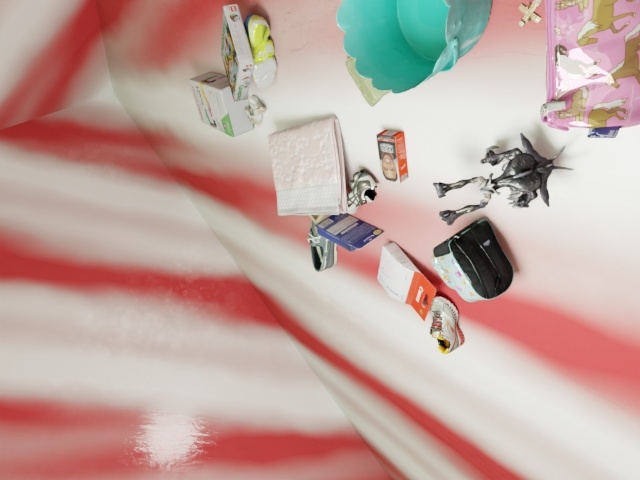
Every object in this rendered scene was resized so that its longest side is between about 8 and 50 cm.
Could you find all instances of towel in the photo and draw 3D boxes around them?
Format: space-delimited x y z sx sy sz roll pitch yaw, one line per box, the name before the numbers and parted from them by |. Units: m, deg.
towel | 0.128 -0.446 1.090 0.148 0.027 0.110 58 153 -3
towel | -0.054 -0.244 1.413 0.332 0.053 0.316 1 101 43

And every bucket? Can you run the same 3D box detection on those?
bucket | 0.189 -0.458 0.818 0.281 0.183 0.281 39 147 31

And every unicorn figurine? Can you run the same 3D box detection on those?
unicorn figurine | -0.253 -0.516 1.594 0.111 0.060 0.162 47 167 16

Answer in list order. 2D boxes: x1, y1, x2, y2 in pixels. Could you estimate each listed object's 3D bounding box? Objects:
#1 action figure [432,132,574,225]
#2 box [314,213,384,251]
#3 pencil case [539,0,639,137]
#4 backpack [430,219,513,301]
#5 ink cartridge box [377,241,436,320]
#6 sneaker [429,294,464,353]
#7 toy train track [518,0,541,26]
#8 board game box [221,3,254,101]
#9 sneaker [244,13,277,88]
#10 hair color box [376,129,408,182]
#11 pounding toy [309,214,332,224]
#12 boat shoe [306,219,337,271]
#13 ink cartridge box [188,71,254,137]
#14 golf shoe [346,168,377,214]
action figure | 0.396 -0.132 0.890 0.276 0.141 0.164 -19 95 34
box | 0.103 -0.030 1.442 0.225 0.136 0.036 29 141 41
pencil case | 0.413 -0.354 0.591 0.160 0.167 0.386 19 134 50
backpack | 0.397 0.065 1.051 0.188 0.166 0.144 56 154 9
ink cartridge box | 0.283 0.147 1.374 0.189 0.066 0.232 91 157 -46
sneaker | 0.407 0.280 1.335 0.088 0.093 0.225 3 120 58
toy train track | 0.385 -0.425 0.725 0.048 0.014 0.083 48 150 15
board game box | -0.295 -0.639 1.409 0.305 0.053 0.192 167 87 -74
sneaker | -0.210 -0.649 1.372 0.240 0.091 0.126 97 151 -51
hair color box | 0.208 -0.241 1.160 0.072 0.043 0.141 23 138 45
pounding toy | 0.002 -0.200 1.484 0.181 0.094 0.206 50 134 17
boat shoe | 0.000 0.000 1.675 0.116 0.099 0.319 31 143 39
ink cartridge box | -0.422 -0.582 1.714 0.278 0.117 0.201 32 143 39
golf shoe | 0.133 -0.140 1.348 0.094 0.077 0.198 44 151 21
